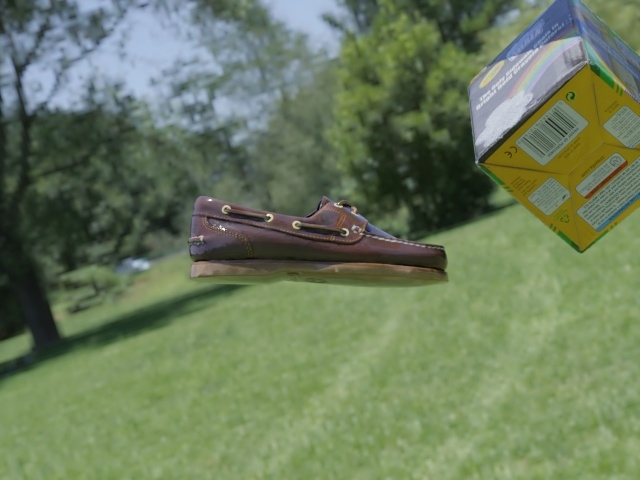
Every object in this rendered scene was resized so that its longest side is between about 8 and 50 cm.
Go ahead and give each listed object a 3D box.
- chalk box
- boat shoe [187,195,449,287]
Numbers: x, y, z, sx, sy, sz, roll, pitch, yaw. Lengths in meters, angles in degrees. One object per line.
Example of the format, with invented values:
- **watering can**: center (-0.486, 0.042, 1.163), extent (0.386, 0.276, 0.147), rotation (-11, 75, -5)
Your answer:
- **chalk box**: center (0.220, -0.115, 1.266), extent (0.132, 0.132, 0.213), rotation (-44, 18, 24)
- **boat shoe**: center (0.000, 0.000, 1.139), extent (0.207, 0.073, 0.073), rotation (4, -11, -8)
